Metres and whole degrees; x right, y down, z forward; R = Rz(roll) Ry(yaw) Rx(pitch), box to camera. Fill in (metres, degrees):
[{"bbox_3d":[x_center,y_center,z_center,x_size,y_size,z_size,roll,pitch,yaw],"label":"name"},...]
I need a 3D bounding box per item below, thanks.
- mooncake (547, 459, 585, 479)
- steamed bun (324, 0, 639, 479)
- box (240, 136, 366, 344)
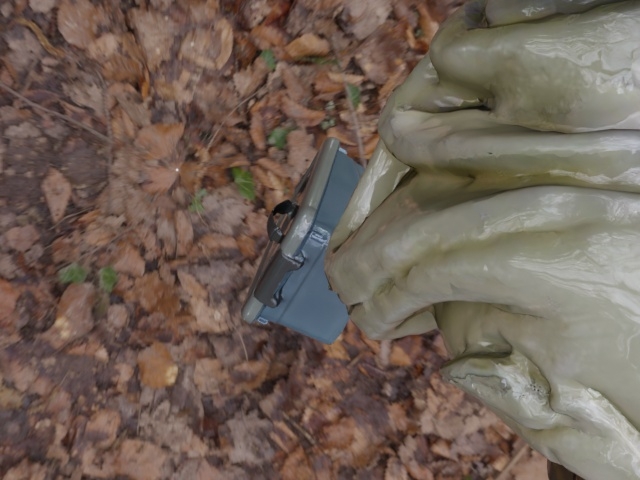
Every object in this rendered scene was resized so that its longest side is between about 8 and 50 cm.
[{"bbox_3d":[0.444,0.243,1.160,0.323,0.187,0.324,0,87,-2],"label":"mooncake"},{"bbox_3d":[0.171,-0.056,0.551,0.346,0.394,0.238,-4,125,-2],"label":"steamed bun"},{"bbox_3d":[0.000,0.000,1.068,0.130,0.227,0.162,28,121,-6],"label":"box"}]
